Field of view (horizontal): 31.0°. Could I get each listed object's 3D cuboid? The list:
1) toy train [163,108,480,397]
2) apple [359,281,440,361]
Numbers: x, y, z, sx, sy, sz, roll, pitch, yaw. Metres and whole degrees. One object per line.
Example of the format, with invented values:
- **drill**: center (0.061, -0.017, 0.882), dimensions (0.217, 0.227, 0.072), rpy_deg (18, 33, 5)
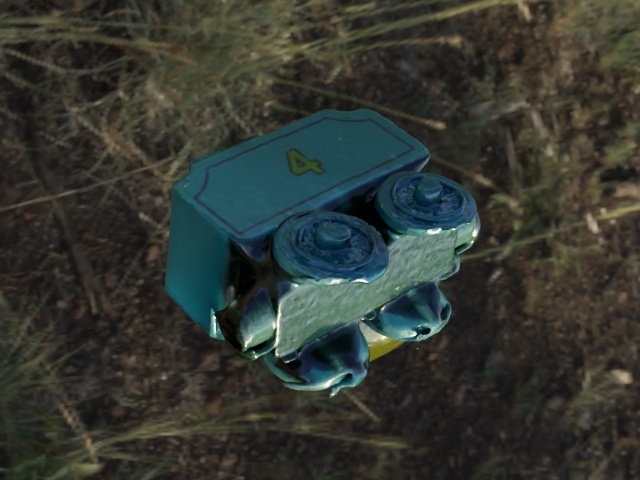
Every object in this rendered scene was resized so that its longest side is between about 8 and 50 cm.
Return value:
- **toy train**: center (0.000, 0.000, 0.705), dimensions (0.198, 0.154, 0.107), rpy_deg (-25, 140, -35)
- **apple**: center (0.019, 0.028, 1.035), dimensions (0.196, 0.196, 0.157), rpy_deg (-37, 97, -43)
